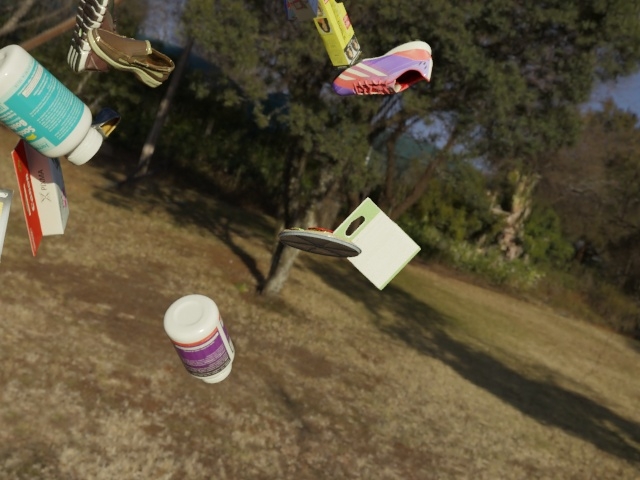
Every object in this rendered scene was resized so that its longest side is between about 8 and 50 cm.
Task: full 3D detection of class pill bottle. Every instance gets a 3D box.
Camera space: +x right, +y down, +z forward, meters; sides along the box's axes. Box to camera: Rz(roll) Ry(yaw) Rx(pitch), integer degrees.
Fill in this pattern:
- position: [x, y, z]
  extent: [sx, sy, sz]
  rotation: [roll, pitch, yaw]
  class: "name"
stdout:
- position: [-0.592, -0.274, 1.534]
  extent: [0.146, 0.146, 0.264]
  rotation: [17, -21, 46]
  class: "pill bottle"
- position: [-0.394, 0.339, 2.410]
  extent: [0.181, 0.181, 0.323]
  rotation: [18, -37, 25]
  class: "pill bottle"

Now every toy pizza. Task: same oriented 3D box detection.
- position: [0.000, 0.000, 1.693]
  extent: [0.201, 0.032, 0.201]
  rotation: [11, -12, 2]
  class: "toy pizza"

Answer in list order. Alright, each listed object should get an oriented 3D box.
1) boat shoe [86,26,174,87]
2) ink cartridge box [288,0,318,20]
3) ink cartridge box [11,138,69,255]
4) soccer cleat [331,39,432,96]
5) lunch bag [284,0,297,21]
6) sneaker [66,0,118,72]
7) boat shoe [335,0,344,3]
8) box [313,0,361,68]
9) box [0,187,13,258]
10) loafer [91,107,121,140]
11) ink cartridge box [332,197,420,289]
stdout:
- position: [-0.467, -0.475, 1.810]
  extent: [0.095, 0.095, 0.257]
  rotation: [-28, -20, 20]
  class: "boat shoe"
- position: [-0.048, -0.607, 1.748]
  extent: [0.052, 0.089, 0.122]
  rotation: [-5, -26, 19]
  class: "ink cartridge box"
- position: [-0.680, -0.135, 1.772]
  extent: [0.060, 0.275, 0.239]
  rotation: [-6, 28, -10]
  class: "ink cartridge box"
- position: [0.170, -0.463, 2.067]
  extent: [0.318, 0.116, 0.108]
  rotation: [-16, -25, 28]
  class: "soccer cleat"
- position: [-0.060, -0.895, 2.346]
  extent: [0.138, 0.293, 0.221]
  rotation: [-25, 12, -22]
  class: "lunch bag"
- position: [-0.577, -0.582, 1.975]
  extent: [0.162, 0.281, 0.106]
  rotation: [-4, 48, -46]
  class: "sneaker"
- position: [0.126, -0.582, 1.540]
  extent: [0.335, 0.121, 0.119]
  rotation: [14, -39, 56]
  class: "boat shoe"
- position: [0.036, -0.584, 1.959]
  extent: [0.058, 0.087, 0.232]
  rotation: [4, -42, 34]
  class: "box"
- position: [-0.769, -0.019, 1.656]
  extent: [0.056, 0.183, 0.231]
  rotation: [12, -11, -33]
  class: "box"
- position: [-0.676, -0.330, 2.207]
  extent: [0.061, 0.170, 0.062]
  rotation: [25, -13, 29]
  class: "loafer"
- position: [0.148, 0.006, 2.065]
  extent: [0.235, 0.171, 0.056]
  rotation: [43, 4, -20]
  class: "ink cartridge box"
